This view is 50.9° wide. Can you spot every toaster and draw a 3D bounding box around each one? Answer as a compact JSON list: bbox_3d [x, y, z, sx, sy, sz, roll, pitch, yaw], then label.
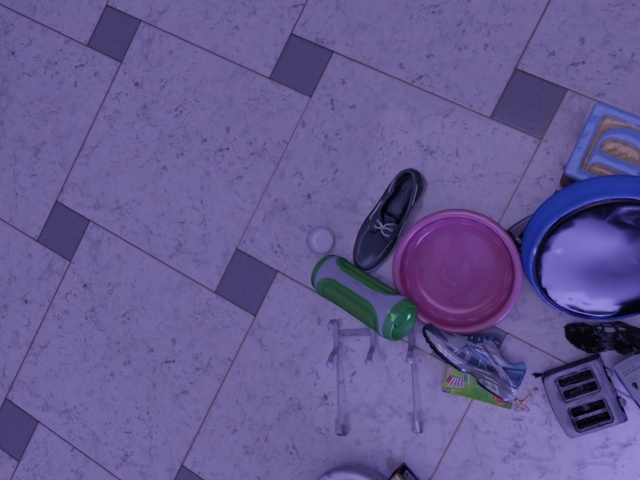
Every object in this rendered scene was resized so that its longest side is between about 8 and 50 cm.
[{"bbox_3d":[0.643,0.384,1.662,0.185,0.110,0.168,-22,79,14],"label":"toaster"}]

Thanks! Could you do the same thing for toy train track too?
[{"bbox_3d":[0.534,0.414,1.742,0.048,0.014,0.083,42,97,15],"label":"toy train track"}]

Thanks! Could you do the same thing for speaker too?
[{"bbox_3d":[0.112,0.148,1.789,0.296,0.131,0.131,31,95,37],"label":"speaker"}]

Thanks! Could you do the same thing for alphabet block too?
[{"bbox_3d":[0.715,-0.198,1.645,0.192,0.197,0.193,27,94,16],"label":"alphabet block"}]

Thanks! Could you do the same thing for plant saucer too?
[{"bbox_3d":[0.357,0.078,1.757,0.332,0.084,0.332,4,101,18],"label":"plant saucer"}]

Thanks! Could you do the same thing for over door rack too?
[{"bbox_3d":[0.143,0.369,1.813,0.239,0.108,0.324,-6,84,17],"label":"over door rack"}]

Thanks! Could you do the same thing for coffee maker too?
[{"bbox_3d":[0.592,-0.013,1.721,0.178,0.120,0.171,-38,102,11],"label":"coffee maker"}]

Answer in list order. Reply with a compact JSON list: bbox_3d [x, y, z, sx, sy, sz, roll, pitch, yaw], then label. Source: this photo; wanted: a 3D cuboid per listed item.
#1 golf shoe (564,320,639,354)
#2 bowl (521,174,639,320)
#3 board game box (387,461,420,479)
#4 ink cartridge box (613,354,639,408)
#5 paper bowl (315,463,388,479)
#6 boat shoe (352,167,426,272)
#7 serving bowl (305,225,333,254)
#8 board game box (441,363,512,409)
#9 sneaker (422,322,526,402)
[{"bbox_3d":[0.716,0.240,1.679,0.198,0.094,0.077,8,107,40],"label":"golf shoe"},{"bbox_3d":[0.676,0.032,1.579,0.391,0.077,0.391,5,126,6],"label":"bowl"},{"bbox_3d":[0.249,0.669,1.738,0.048,0.141,0.170,-45,74,8],"label":"board game box"},{"bbox_3d":[0.817,0.356,1.575,0.153,0.087,0.208,-33,44,10],"label":"ink cartridge box"},{"bbox_3d":[0.088,0.738,1.776,0.284,0.148,0.284,-1,86,16],"label":"paper bowl"},{"bbox_3d":[0.177,-0.058,1.842,0.116,0.099,0.319,33,95,16],"label":"boat shoe"},{"bbox_3d":[0.000,0.000,1.926,0.083,0.027,0.083,-1,85,16],"label":"serving bowl"},{"bbox_3d":[0.418,0.372,1.764,0.181,0.043,0.092,12,89,17],"label":"board game box"},{"bbox_3d":[0.392,0.286,1.715,0.283,0.110,0.122,35,84,9],"label":"sneaker"}]
